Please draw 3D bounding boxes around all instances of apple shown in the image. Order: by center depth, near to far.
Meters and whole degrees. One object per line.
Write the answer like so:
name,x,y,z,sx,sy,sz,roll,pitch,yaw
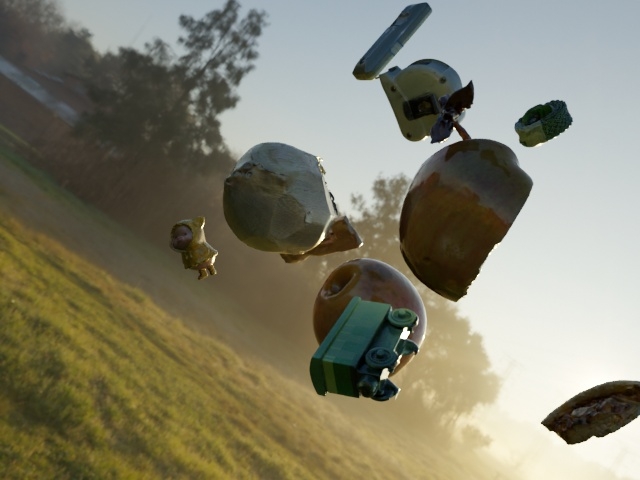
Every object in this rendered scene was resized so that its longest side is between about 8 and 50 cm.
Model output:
apple,0.322,-0.052,1.354,0.309,0.252,0.314,105,-28,-49
apple,0.145,0.237,1.901,0.363,0.364,0.364,35,-5,4

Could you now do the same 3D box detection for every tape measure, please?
tape measure,0.318,-0.442,1.892,0.246,0.125,0.243,-12,-68,40

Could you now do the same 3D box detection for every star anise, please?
star anise,0.321,-0.260,1.372,0.144,0.158,0.140,31,4,-5

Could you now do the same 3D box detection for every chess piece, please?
chess piece,0.000,0.000,2.122,0.300,0.137,0.137,-11,-34,32

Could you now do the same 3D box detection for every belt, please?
belt,0.592,-0.321,1.632,0.079,0.151,0.121,51,19,-22

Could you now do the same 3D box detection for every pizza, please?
pizza,0.758,0.474,1.676,0.074,0.182,0.365,48,-42,-1

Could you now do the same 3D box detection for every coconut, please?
coconut,-0.138,-0.127,1.894,0.360,0.347,0.346,6,16,-41

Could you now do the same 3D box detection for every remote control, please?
remote control,0.239,-0.682,2.070,0.065,0.335,0.128,44,-8,-27

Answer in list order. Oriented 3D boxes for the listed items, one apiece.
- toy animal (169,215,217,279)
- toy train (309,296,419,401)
toy animal,-0.465,0.030,2.263,0.156,0.156,0.230,-170,-122,-78
toy train,0.114,0.250,1.422,0.202,0.301,0.120,6,-60,25
